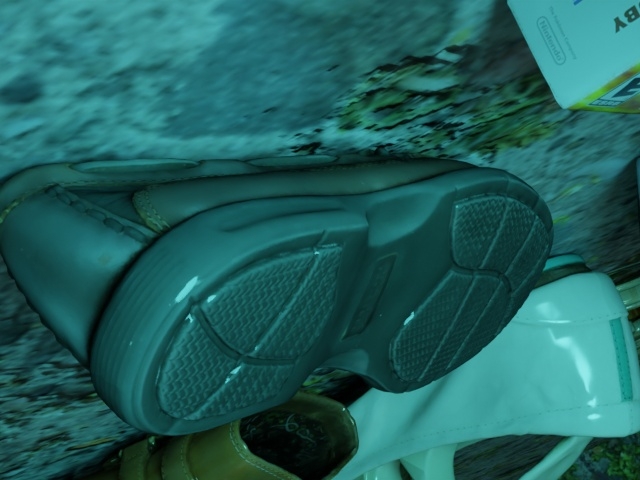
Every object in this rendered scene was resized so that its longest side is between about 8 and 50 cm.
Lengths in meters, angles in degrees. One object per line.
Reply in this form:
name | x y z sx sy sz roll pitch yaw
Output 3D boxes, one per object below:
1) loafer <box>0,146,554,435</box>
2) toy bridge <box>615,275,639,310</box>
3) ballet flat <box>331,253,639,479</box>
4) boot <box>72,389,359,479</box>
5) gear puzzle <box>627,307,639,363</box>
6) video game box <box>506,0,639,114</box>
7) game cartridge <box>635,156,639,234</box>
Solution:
loafer | 0.000 0.000 0.466 0.267 0.084 0.096 -2 123 -60
toy bridge | 0.166 0.068 0.953 0.188 0.026 0.063 -30 151 26
ballet flat | 0.055 0.148 0.892 0.139 0.139 0.400 -7 158 -44
boot | -0.118 0.172 0.766 0.220 0.109 0.283 -30 165 30
gear puzzle | 0.288 0.037 1.023 0.339 0.044 0.175 -33 160 23
video game box | 0.188 -0.100 0.413 0.187 0.048 0.205 -37 159 36
game cartridge | 0.311 -0.029 0.670 0.297 0.062 0.198 -10 171 13
